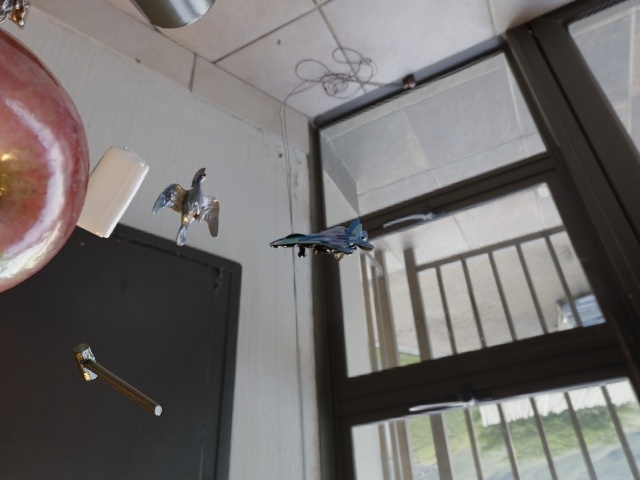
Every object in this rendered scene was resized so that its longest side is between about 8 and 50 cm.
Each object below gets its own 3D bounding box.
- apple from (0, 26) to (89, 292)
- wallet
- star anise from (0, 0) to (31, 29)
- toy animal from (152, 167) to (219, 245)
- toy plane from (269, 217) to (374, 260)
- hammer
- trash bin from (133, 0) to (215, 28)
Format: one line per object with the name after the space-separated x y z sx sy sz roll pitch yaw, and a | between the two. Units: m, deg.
-0.449 -0.097 0.545 0.269 0.345 0.345 27 164 37 | apple
-0.436 -0.105 0.965 0.095 0.190 0.033 30 179 -23 | wallet
-0.654 -0.528 0.952 0.073 0.212 0.197 -5 134 -2 | star anise
-0.420 -0.113 1.543 0.239 0.176 0.255 26 98 -30 | toy animal
0.001 0.007 1.134 0.246 0.169 0.078 -12 113 -2 | toy plane
-0.577 0.406 1.322 0.365 0.043 0.111 17 122 31 | hammer
-0.326 -0.565 0.829 0.214 0.214 0.334 -9 155 9 | trash bin
